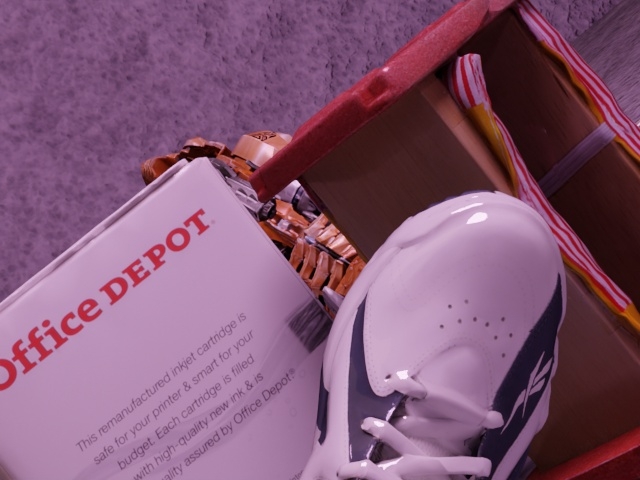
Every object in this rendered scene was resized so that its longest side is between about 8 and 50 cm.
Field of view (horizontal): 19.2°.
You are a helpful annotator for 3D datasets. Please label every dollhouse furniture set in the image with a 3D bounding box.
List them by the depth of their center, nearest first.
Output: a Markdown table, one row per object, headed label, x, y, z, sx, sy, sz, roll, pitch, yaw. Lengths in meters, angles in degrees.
| label | x | y | z | sx | sy | sz | roll | pitch | yaw |
| --- | --- | --- | --- | --- | --- | --- | --- | --- | --- |
| dollhouse furniture set | 0.166 | -0.051 | 0.732 | 0.152 | 0.201 | 0.374 | -41 | 5 | -42 |

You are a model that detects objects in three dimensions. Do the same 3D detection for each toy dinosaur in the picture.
| label | x | y | z | sx | sy | sz | roll | pitch | yaw |
| --- | --- | --- | --- | --- | --- | --- | --- | --- | --- |
| toy dinosaur | 0.000 | 0.000 | 1.028 | 0.164 | 0.218 | 0.322 | -45 | 39 | 13 |

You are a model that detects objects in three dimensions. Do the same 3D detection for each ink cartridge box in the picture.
| label | x | y | z | sx | sy | sz | roll | pitch | yaw |
| --- | --- | --- | --- | --- | --- | --- | --- | --- | --- |
| ink cartridge box | -0.056 | 0.095 | 0.873 | 0.160 | 0.219 | 0.092 | -39 | 5 | -14 |

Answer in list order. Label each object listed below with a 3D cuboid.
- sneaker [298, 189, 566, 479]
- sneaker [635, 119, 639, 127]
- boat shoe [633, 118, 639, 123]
| label | x | y | z | sx | sy | sz | roll | pitch | yaw |
| --- | --- | --- | --- | --- | --- | --- | --- | --- | --- |
| sneaker | 0.033 | 0.102 | 0.667 | 0.235 | 0.094 | 0.153 | -59 | 13 | 5 |
| sneaker | 0.238 | -0.052 | 0.965 | 0.222 | 0.083 | 0.118 | -24 | -21 | -10 |
| boat shoe | 0.252 | -0.072 | 1.246 | 0.190 | 0.068 | 0.072 | -46 | 13 | 25 |
